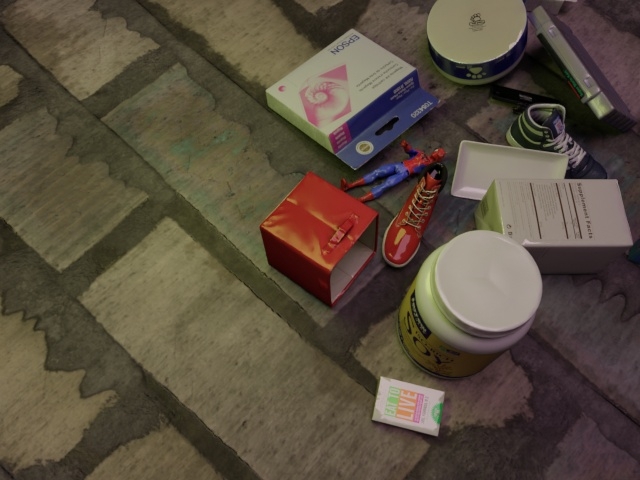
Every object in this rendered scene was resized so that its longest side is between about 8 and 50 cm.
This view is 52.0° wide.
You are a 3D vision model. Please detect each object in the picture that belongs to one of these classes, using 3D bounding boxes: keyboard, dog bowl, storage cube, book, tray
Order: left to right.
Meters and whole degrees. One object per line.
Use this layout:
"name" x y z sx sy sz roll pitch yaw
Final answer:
"storage cube" 0.000 0.000 1.474 0.193 0.215 0.183 33 68 18
"book" 0.189 0.359 1.421 0.144 0.035 0.096 13 69 0
"dog bowl" 0.421 -0.560 1.769 0.265 0.104 0.264 -5 71 14
"tray" 0.471 -0.165 1.646 0.270 0.030 0.145 8 108 0
"keyboard" 0.551 -0.369 1.783 0.192 0.038 0.100 14 42 3

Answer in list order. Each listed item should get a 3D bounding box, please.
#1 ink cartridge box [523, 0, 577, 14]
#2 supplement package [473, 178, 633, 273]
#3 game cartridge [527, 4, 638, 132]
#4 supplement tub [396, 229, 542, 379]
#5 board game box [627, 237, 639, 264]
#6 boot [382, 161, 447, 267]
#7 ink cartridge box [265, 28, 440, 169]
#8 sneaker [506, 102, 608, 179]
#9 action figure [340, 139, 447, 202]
"ink cartridge box" 0.652 -0.727 1.930 0.180 0.060 0.104 8 65 0
"supplement package" 0.535 -0.030 1.540 0.293 0.177 0.175 0 65 -5
"game cartridge" 0.690 -0.450 1.739 0.230 0.068 0.355 -1 58 -46
"supplement tub" 0.300 0.139 1.361 0.241 0.331 0.241 1 65 -3
"board game box" 0.865 0.036 1.545 0.210 0.160 0.047 22 65 5
"boot" 0.221 -0.064 1.534 0.088 0.176 0.244 25 68 5
"ink cartridge box" 0.085 -0.376 1.693 0.324 0.071 0.330 -41 61 -20
"sneaker" 0.614 -0.239 1.654 0.282 0.153 0.099 34 68 11
"action figure" 0.195 -0.184 1.613 0.280 0.139 0.091 -24 71 -17
